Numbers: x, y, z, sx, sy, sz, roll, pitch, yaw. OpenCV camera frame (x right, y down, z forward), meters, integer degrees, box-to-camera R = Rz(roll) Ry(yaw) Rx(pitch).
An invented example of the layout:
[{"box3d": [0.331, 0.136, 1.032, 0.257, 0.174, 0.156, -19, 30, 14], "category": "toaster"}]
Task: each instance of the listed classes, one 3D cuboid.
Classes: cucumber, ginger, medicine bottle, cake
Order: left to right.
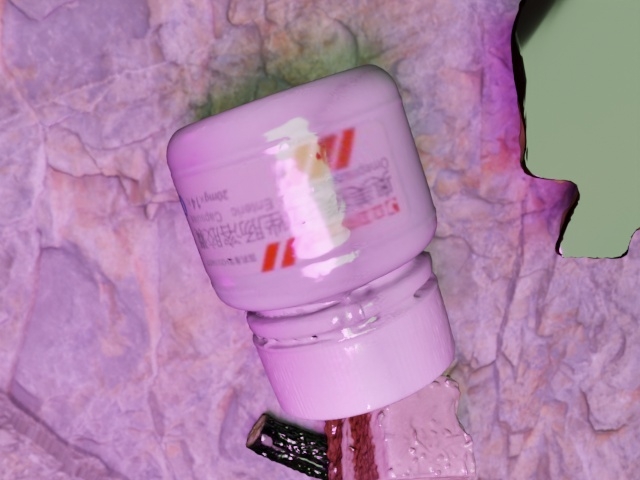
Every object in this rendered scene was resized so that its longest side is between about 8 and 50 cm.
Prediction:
[{"box3d": [-0.001, 0.272, 0.907, 0.187, 0.058, 0.058, 21, 92, -10], "category": "cucumber"}, {"box3d": [0.000, 0.000, 0.777, 0.256, 0.256, 0.325, -19, 101, -7], "category": "medicine bottle"}, {"box3d": [0.087, 0.230, 0.844, 0.134, 0.147, 0.135, 4, 63, -19], "category": "cake"}, {"box3d": [0.388, -0.154, 0.875, 0.358, 0.211, 0.413, -32, 91, 9], "category": "ginger"}]
